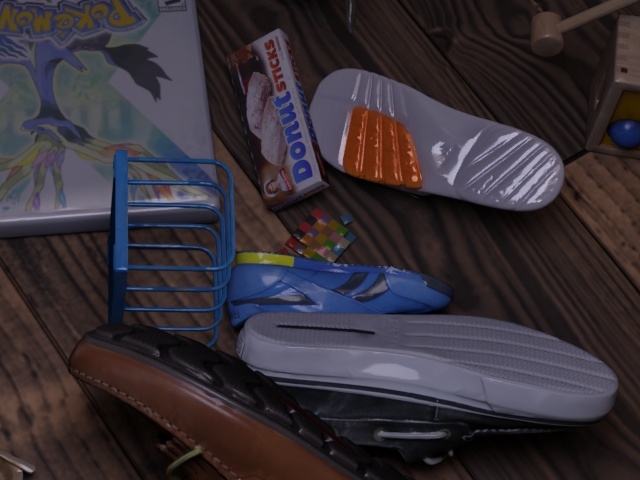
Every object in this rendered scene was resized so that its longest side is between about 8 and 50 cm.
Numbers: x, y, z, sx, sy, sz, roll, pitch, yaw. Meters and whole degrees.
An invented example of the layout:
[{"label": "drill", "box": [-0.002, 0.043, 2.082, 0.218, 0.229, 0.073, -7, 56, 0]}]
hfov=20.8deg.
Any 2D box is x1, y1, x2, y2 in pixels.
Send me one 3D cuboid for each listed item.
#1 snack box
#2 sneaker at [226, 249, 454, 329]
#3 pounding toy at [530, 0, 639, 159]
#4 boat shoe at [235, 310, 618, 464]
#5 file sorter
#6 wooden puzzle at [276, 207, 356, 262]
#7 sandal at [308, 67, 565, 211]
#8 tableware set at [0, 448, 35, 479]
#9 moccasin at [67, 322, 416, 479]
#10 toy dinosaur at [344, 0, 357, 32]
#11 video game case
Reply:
[{"label": "snack box", "box": [-0.042, -0.118, 1.696, 0.064, 0.022, 0.178, -25, 62, 19]}, {"label": "sneaker", "box": [0.017, 0.060, 1.604, 0.209, 0.069, 0.082, 6, 78, -5]}, {"label": "pounding toy", "box": [0.300, -0.158, 1.680, 0.206, 0.181, 0.094, 9, 61, -1]}, {"label": "boat shoe", "box": [0.090, 0.137, 1.543, 0.335, 0.119, 0.121, 7, 23, 7]}, {"label": "file sorter", "box": [-0.136, 0.014, 1.549, 0.104, 0.170, 0.118, 0, 62, -9]}, {"label": "wooden puzzle", "box": [0.000, 0.000, 1.662, 0.049, 0.006, 0.083, 35, 64, 13]}, {"label": "sandal", "box": [0.111, -0.082, 1.677, 0.265, 0.076, 0.102, 22, 86, 20]}, {"label": "tableware set", "box": [-0.339, 0.208, 1.492, 0.141, 0.020, 0.169, 31, 51, 8]}, {"label": "moccasin", "box": [-0.051, 0.201, 1.459, 0.380, 0.139, 0.147, 34, 97, -9]}, {"label": "toy dinosaur", "box": [-0.014, -0.323, 1.794, 0.160, 0.121, 0.313, -10, 67, 2]}, {"label": "video game case", "box": [-0.275, -0.142, 1.693, 0.329, 0.036, 0.300, -4, 62, -9]}]
